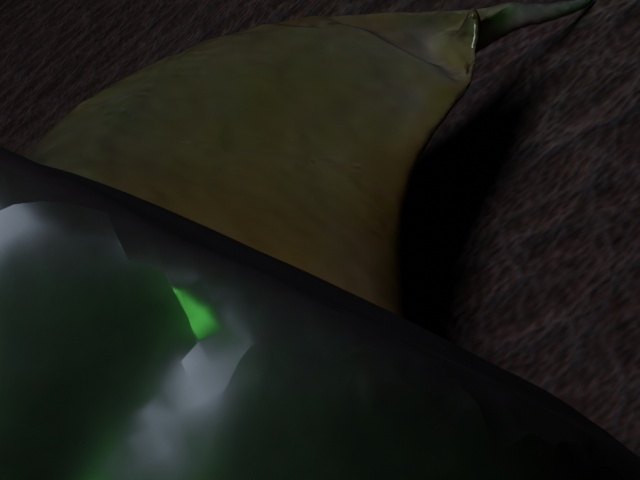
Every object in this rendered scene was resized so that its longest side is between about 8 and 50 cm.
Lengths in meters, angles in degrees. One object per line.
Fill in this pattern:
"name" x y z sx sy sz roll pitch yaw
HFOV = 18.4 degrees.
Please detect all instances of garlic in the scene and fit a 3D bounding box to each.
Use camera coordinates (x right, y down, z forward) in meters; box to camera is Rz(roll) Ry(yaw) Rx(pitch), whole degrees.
"garlic" -0.010 -0.005 0.810 0.196 0.151 0.338 -3 28 21

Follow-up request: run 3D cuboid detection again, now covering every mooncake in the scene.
"mooncake" -0.029 0.063 0.509 0.133 0.245 0.245 -58 20 -3
